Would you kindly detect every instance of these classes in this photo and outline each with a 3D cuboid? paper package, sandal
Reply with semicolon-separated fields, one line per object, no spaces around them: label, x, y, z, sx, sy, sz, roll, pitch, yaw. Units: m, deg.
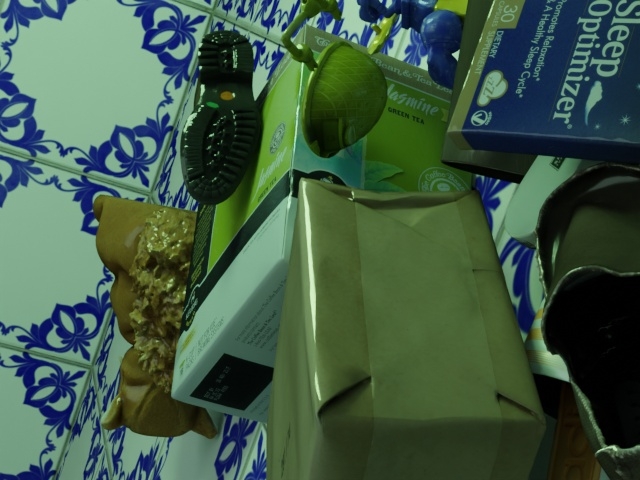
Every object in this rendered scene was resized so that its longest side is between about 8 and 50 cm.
paper package;0.048;0.159;1.014;0.309;0.168;0.324;-97;12;-51
sandal;0.188;0.121;0.906;0.102;0.076;0.265;152;133;-65

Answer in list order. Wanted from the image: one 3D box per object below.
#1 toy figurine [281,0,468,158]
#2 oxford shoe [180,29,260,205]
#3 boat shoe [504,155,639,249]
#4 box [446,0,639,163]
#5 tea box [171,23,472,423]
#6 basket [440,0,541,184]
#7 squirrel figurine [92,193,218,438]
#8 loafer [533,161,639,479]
toy figurine;0.133;-0.241;1.179;0.191;0.217;0.362;77;-150;-49
oxford shoe;-0.109;-0.120;1.321;0.096;0.083;0.227;102;175;-54
boat shoe;0.235;-0.080;0.951;0.219;0.070;0.077;-55;29;20
box;0.217;-0.123;0.879;0.225;0.036;0.136;9;69;32
tea box;0.000;0.000;1.341;0.329;0.220;0.323;130;150;-49
basket;0.192;-0.165;1.047;0.204;0.154;0.226;-100;23;-88
squirrel figurine;-0.234;0.135;1.852;0.397;0.281;0.370;-167;88;-75
loafer;0.208;0.043;0.754;0.134;0.130;0.366;-36;28;17
